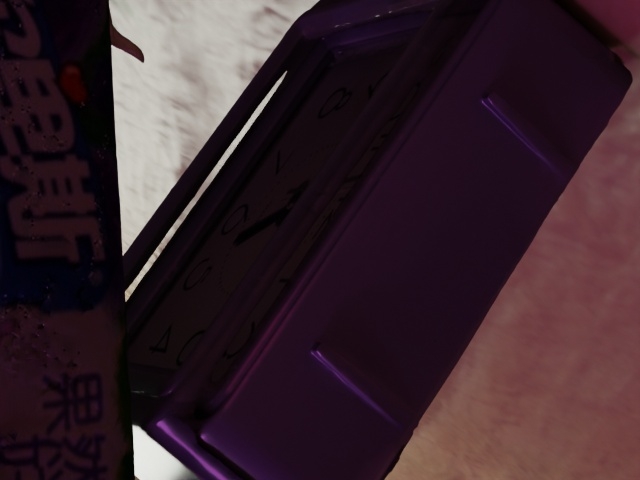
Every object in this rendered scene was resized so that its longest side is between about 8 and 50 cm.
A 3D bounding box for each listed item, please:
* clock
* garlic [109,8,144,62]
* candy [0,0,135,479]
[{"bbox_3d":[0.001,0.000,0.603,0.073,0.193,0.144,40,164,-19],"label":"clock"},{"bbox_3d":[-0.139,-0.114,0.779,0.084,0.066,0.152,27,162,17],"label":"garlic"},{"bbox_3d":[-0.104,-0.039,0.506,0.088,0.312,0.061,-4,-177,-26],"label":"candy"}]
